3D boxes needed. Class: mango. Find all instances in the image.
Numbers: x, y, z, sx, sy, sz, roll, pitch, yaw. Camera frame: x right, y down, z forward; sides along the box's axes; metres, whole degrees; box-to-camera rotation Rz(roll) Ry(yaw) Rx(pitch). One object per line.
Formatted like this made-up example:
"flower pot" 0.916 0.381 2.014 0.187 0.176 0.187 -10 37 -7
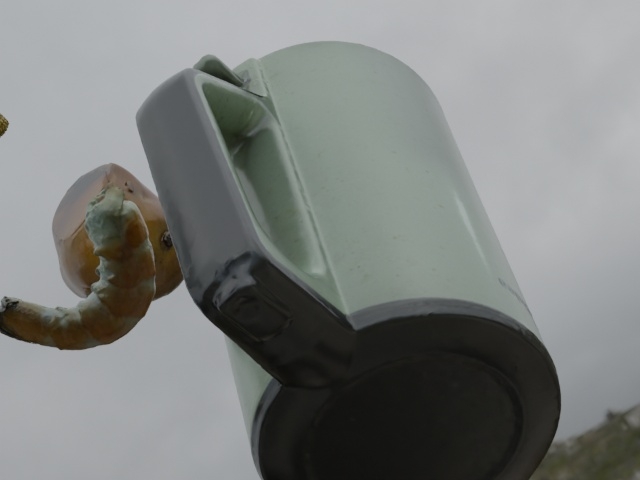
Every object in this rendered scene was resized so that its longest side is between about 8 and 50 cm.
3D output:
"mango" -0.249 0.015 1.437 0.166 0.136 0.236 34 -24 -25

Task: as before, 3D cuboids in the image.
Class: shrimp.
"shrimp" -0.246 0.029 1.152 0.166 0.161 0.049 -8 11 -3

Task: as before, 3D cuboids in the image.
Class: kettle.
"kettle" 0.000 0.000 0.920 0.250 0.377 0.361 -35 -55 13

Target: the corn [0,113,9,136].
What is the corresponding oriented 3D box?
"corn" -0.361 -0.102 1.195 0.092 0.037 0.037 -38 -18 -20
